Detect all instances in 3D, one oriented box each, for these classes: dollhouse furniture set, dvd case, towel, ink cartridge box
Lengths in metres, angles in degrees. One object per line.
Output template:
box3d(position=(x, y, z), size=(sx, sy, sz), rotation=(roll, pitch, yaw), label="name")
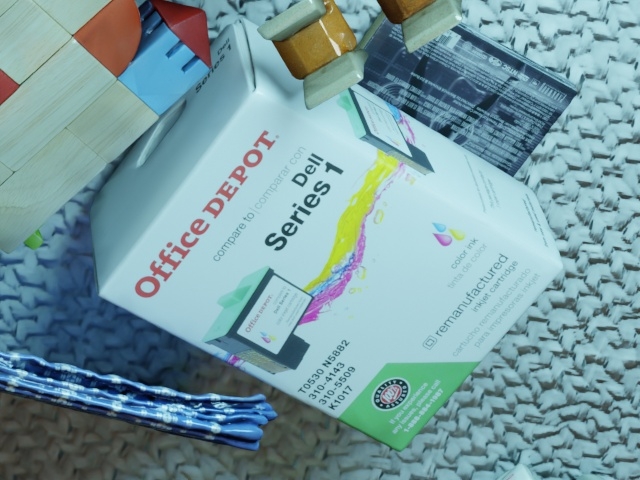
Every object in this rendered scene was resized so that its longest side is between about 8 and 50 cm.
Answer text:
box3d(position=(0.022, -0.259, 1.293), size=(0.259, 0.135, 0.262), rotation=(-30, 99, 11), label="dollhouse furniture set")
box3d(position=(0.064, -0.065, 1.501), size=(0.164, 0.018, 0.221), rotation=(25, 115, -24), label="dvd case")
box3d(position=(-0.220, 0.093, 1.447), size=(0.336, 0.243, 0.040), rotation=(16, 82, -19), label="towel")
box3d(position=(0.000, 0.000, 1.450), size=(0.278, 0.117, 0.201), rotation=(29, 114, -24), label="ink cartridge box")

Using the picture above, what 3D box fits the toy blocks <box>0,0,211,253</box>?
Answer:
box3d(position=(-0.215, -0.174, 1.303), size=(0.261, 0.191, 0.381), rotation=(-41, 131, 6), label="toy blocks")

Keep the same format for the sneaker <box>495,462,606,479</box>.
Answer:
box3d(position=(0.144, 0.239, 1.681), size=(0.232, 0.090, 0.115), rotation=(-8, 117, -16), label="sneaker")
